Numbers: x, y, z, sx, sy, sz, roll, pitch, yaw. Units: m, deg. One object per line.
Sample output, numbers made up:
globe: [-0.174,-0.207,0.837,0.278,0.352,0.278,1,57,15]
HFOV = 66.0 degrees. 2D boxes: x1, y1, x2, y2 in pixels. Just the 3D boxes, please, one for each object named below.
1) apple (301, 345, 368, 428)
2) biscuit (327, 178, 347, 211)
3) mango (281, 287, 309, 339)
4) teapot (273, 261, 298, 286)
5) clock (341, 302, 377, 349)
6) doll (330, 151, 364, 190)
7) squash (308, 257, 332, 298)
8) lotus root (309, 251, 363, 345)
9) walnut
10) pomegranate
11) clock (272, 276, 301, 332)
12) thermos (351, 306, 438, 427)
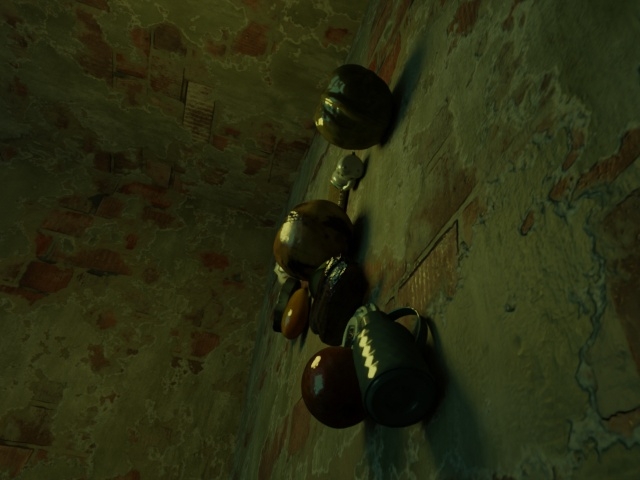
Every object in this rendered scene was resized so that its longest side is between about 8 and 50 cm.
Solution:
apple: [0.046,0.366,1.226,0.174,0.188,0.188,-117,43,-62]
biscuit: [0.075,-0.182,2.200,0.217,0.044,0.324,129,154,-62]
mango: [-0.107,0.326,2.227,0.138,0.113,0.253,110,177,-56]
teapot: [-0.185,0.164,2.756,0.298,0.140,0.204,154,133,-76]
clock: [0.102,0.287,1.411,0.236,0.053,0.236,-163,90,-78]
doll: [0.107,-0.270,2.004,0.180,0.111,0.106,118,165,-55]
squash: [0.050,0.137,1.625,0.123,0.170,0.170,-65,-3,-62]
lotus root: [0.038,0.194,1.525,0.078,0.167,0.329,-28,-44,-51]
walnut: [0.127,-0.476,1.791,0.282,0.277,0.253,-50,30,40]
pomegranate: [-0.022,-0.001,1.830,0.322,0.322,0.321,-164,90,-79]
clock: [-0.160,0.317,2.396,0.280,0.056,0.280,14,-90,-80]
thermos: [0.152,0.237,1.041,0.182,0.145,0.286,-38,20,11]
